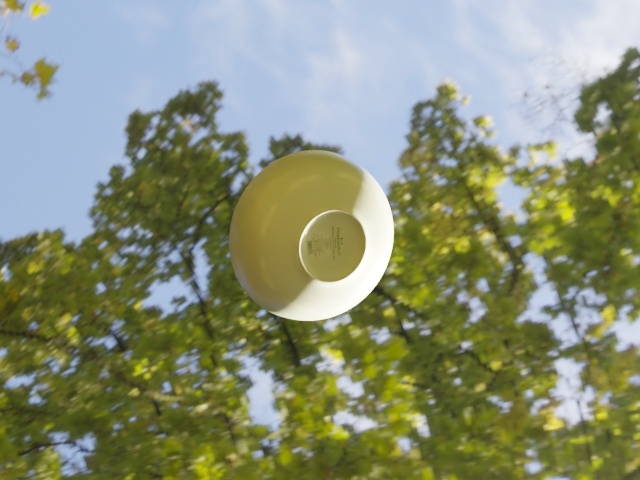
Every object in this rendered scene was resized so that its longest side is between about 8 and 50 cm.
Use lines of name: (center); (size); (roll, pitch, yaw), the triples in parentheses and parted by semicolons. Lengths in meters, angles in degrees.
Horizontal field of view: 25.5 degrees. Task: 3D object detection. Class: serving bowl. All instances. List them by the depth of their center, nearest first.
serving bowl: (0.000, 0.000, 0.666); (0.083, 0.027, 0.083); (-5, -76, -23)
